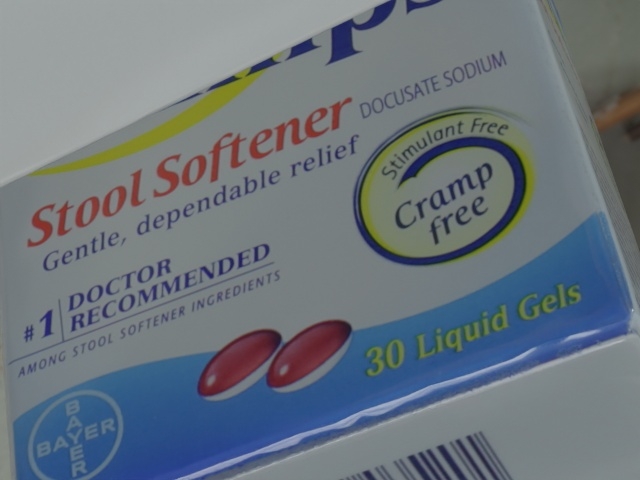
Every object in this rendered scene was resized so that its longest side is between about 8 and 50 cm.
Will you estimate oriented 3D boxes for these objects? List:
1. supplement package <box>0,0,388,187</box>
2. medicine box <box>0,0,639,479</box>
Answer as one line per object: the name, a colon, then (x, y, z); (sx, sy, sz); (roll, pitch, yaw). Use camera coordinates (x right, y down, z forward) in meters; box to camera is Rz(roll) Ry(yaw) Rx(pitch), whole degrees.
supplement package: (-0.122, -0.137, 0.630); (0.293, 0.175, 0.177); (-26, 121, -13)
medicine box: (0.000, 0.000, 0.844); (0.149, 0.263, 0.289); (55, 18, -51)
